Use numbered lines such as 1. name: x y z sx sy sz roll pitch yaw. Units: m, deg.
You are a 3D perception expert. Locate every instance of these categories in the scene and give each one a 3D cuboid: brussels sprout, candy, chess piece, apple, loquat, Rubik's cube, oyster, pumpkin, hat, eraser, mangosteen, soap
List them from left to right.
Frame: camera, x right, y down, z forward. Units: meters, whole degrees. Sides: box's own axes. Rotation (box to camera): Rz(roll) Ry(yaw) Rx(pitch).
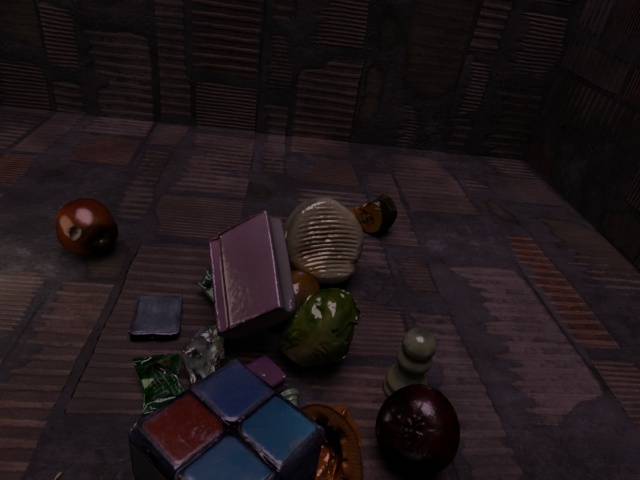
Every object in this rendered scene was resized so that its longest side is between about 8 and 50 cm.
1. apple: -0.929 -0.050 1.904 0.229 0.230 0.230 7 32 -4
2. candy: -0.464 0.427 1.407 0.141 0.078 0.203 -16 51 -16
3. oyster: -0.359 0.364 1.517 0.199 0.087 0.252 -27 39 -30
4. Rubik's cube: -0.211 0.527 1.090 0.316 0.314 0.318 29 37 28
5. soap: -0.216 0.445 1.448 0.203 0.066 0.122 -23 44 -39
6. eraser: -0.233 0.117 1.585 0.272 0.122 0.360 -26 59 19
7. chess piece: -0.079 0.499 1.406 0.067 0.067 0.103 -9 46 -26
8. loquat: -0.093 0.210 1.740 0.179 0.179 0.227 15 38 10
9. brussels sprout: 0.007 0.291 1.556 0.294 0.259 0.227 -45 75 -2
10. hat: 0.048 0.546 1.314 0.244 0.234 0.233 34 12 16
11. pumpkin: 0.239 -0.154 2.378 0.280 0.190 0.139 26 37 26
12. chess piece: 0.291 0.385 1.494 0.144 0.252 0.144 7 33 -5
13. mangosteen: 0.277 0.527 1.340 0.235 0.236 0.261 27 -6 26

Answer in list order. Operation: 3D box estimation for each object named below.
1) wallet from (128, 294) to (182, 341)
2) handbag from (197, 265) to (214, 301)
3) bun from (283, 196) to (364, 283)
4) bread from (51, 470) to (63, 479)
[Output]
1. wallet: -0.573 0.267 1.665 0.167 0.036 0.222 0 32 -13
2. handbag: -0.301 0.133 1.744 0.274 0.269 0.100 37 -2 32
3. bun: 0.000 0.000 1.964 0.364 0.366 0.219 -2 3 -17
4. bread: -0.671 0.648 1.003 0.124 0.084 0.344 34 34 -2
